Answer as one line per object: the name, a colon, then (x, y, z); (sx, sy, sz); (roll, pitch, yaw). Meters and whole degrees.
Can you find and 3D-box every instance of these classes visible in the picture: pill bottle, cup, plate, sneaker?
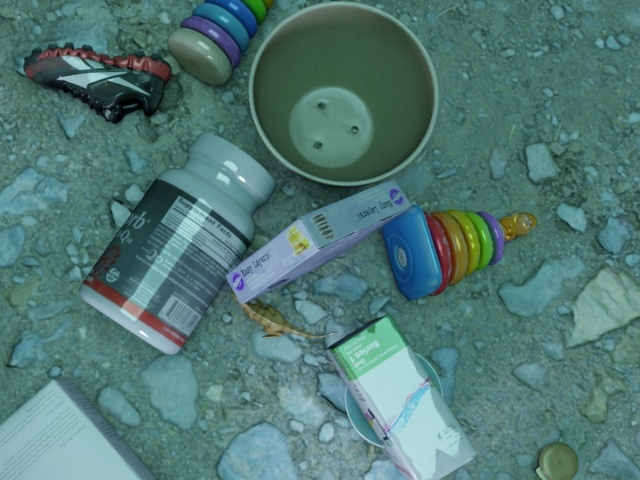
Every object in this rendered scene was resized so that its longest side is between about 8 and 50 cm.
pill bottle: (-0.246, 0.003, 1.616); (0.210, 0.210, 0.363); (33, 79, 0)
cup: (0.030, -0.238, 1.664); (0.331, 0.237, 0.331); (1, 81, -6)
plate: (0.137, 0.296, 1.700); (0.188, 0.024, 0.188); (1, 80, -5)
sneaker: (-0.423, -0.291, 1.700); (0.276, 0.097, 0.135); (5, 79, -6)

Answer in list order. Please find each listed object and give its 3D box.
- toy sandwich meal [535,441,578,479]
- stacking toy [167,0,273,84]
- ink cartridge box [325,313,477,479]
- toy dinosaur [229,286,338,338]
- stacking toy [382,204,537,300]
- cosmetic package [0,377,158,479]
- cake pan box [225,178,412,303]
toy sandwich meal: (0.447, 0.423, 1.708); (0.085, 0.029, 0.086); (2, 77, -7)
stacking toy: (-0.152, -0.465, 1.746); (0.141, 0.141, 0.330); (32, 73, 0)
ink cartridge box: (0.134, 0.279, 1.587); (0.117, 0.201, 0.278); (-31, 86, -8)
toy dinosaur: (-0.080, 0.152, 1.657); (0.211, 0.112, 0.064); (26, 79, -2)
stacking toy: (0.283, 0.000, 1.712); (0.301, 0.175, 0.166); (-14, 83, -21)
cosmetic package: (-0.403, 0.436, 1.562); (0.197, 0.155, 0.365); (-40, 87, -9)
cake pan box: (0.000, 0.000, 1.576); (0.267, 0.245, 0.070); (-24, 84, -43)
